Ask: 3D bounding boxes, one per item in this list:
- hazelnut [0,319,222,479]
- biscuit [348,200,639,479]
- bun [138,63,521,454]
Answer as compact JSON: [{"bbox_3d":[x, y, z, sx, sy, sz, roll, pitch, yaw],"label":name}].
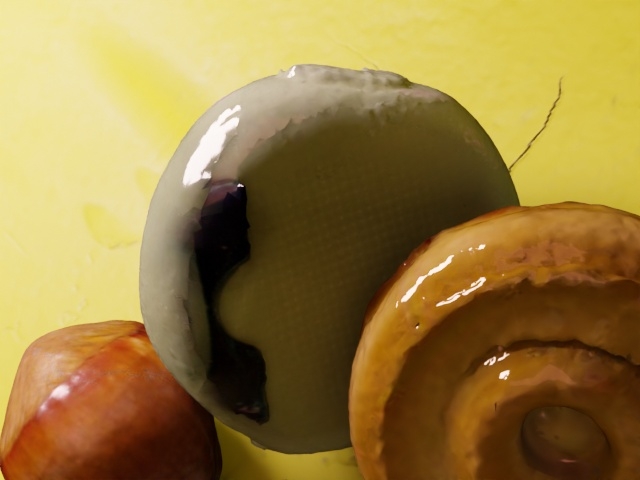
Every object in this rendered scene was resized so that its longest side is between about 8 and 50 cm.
[{"bbox_3d":[-0.155,0.144,1.213,0.182,0.182,0.182,-5,74,19],"label":"hazelnut"},{"bbox_3d":[0.160,0.119,1.059,0.296,0.102,0.296,4,114,9],"label":"biscuit"},{"bbox_3d":[0.000,0.000,1.173,0.293,0.293,0.187,-45,29,3],"label":"bun"}]
